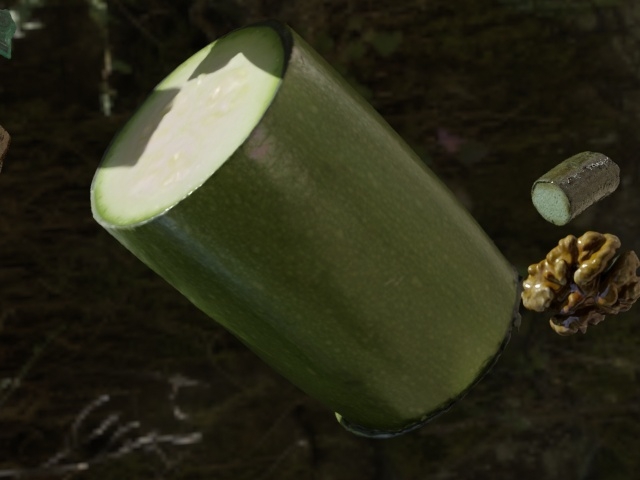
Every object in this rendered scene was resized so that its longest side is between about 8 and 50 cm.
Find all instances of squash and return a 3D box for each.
[{"bbox_3d":[0.000,0.000,1.292,0.384,0.263,0.263,43,-164,-29],"label":"squash"}]

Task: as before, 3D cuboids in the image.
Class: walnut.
[{"bbox_3d":[0.359,0.067,1.781,0.170,0.143,0.069,-45,14,34],"label":"walnut"}]

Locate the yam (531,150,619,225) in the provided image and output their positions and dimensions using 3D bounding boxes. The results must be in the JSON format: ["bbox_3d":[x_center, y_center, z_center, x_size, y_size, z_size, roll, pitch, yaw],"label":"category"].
[{"bbox_3d":[0.193,-0.041,0.994,0.094,0.043,0.043,-30,-53,-48],"label":"yam"}]

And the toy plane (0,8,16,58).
[{"bbox_3d":[-0.418,-0.259,1.345,0.060,0.235,0.096,-35,57,36],"label":"toy plane"}]

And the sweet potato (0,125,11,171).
[{"bbox_3d":[-0.411,0.004,1.271,0.131,0.131,0.336,99,-174,-60],"label":"sweet potato"}]
